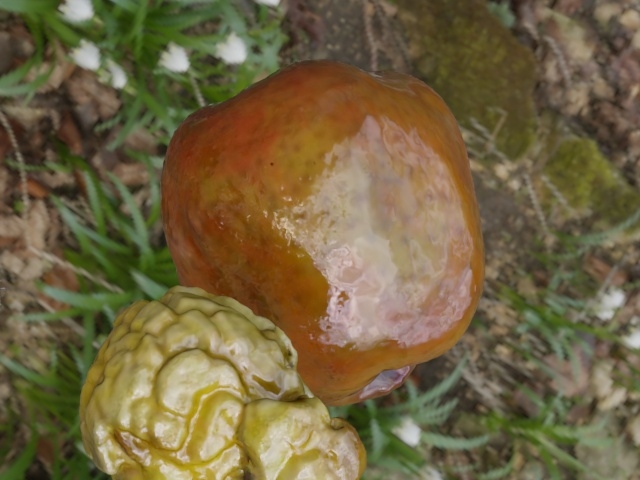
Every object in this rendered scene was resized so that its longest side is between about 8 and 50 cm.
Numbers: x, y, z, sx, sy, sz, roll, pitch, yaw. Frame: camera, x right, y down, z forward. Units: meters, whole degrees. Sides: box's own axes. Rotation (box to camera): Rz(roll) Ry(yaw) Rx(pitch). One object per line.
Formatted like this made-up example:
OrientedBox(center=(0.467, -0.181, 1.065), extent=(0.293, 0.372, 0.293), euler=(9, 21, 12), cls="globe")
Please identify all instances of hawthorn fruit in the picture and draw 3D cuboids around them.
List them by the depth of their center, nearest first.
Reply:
OrientedBox(center=(0.000, 0.000, 1.619), extent=(0.471, 0.471, 0.472), euler=(-40, 148, -31), cls="hawthorn fruit")

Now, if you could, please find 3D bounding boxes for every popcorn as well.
OrientedBox(center=(-0.105, 0.199, 1.225), extent=(0.225, 0.332, 0.265), euler=(-36, 138, -38), cls="popcorn")

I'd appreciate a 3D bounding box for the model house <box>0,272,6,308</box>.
OrientedBox(center=(-0.601, -0.024, 1.900), extent=(0.176, 0.181, 0.248), euler=(-8, 133, -17), cls="model house")
